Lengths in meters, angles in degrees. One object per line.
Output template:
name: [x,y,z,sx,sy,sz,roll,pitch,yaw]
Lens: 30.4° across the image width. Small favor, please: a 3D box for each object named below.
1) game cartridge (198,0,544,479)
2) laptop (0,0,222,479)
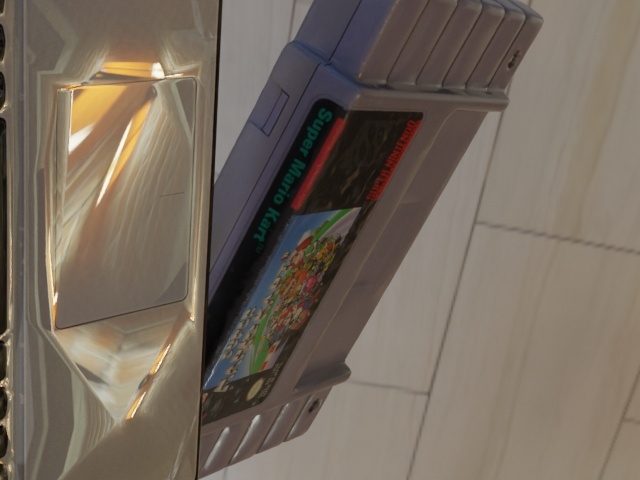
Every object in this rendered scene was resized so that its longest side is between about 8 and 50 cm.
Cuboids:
game cartridge: [0.000,0.000,0.736,0.068,0.230,0.355,35,111,18]
laptop: [-0.133,0.018,0.387,0.236,0.407,0.382,23,116,43]
